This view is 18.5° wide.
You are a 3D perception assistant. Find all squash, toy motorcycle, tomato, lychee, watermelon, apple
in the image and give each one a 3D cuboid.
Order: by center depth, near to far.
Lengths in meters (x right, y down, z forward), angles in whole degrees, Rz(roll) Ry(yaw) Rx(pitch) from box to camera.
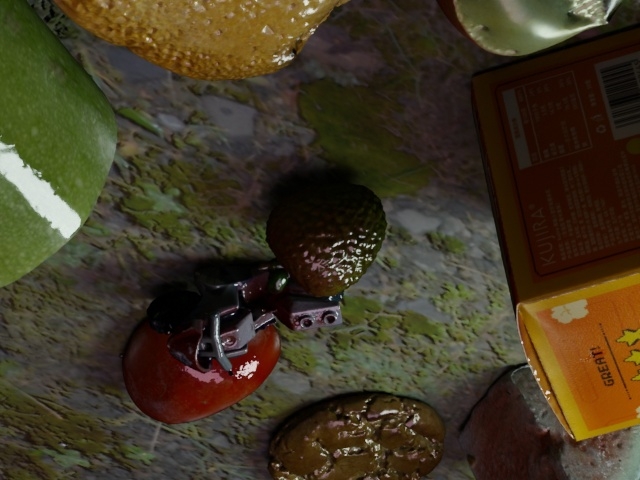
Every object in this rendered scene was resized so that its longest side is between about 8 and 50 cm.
[{"bbox_3d":[-0.372,-0.149,1.625,0.263,0.263,0.384,-21,139,15],"label":"squash"},{"bbox_3d":[0.177,-0.265,1.643,0.207,0.174,0.188,-36,123,-11],"label":"apple"},{"bbox_3d":[0.000,0.000,1.995,0.146,0.114,0.114,-33,137,7],"label":"lychee"},{"bbox_3d":[-0.078,0.079,2.077,0.213,0.122,0.082,-10,128,0],"label":"toy motorcycle"},{"bbox_3d":[-0.135,0.155,2.190,0.166,0.082,0.174,11,136,-24],"label":"tomato"},{"bbox_3d":[0.275,0.250,2.312,0.201,0.262,0.213,31,137,-3],"label":"watermelon"}]

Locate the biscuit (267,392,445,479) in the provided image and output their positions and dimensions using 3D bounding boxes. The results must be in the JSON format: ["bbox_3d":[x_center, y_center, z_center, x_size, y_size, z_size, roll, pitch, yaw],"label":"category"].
[{"bbox_3d":[0.045,0.258,2.385,0.226,0.042,0.226,-6,141,-5],"label":"biscuit"}]

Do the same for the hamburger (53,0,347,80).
[{"bbox_3d":[-0.075,-0.269,1.599,0.314,0.170,0.290,25,134,-36],"label":"hamburger"}]

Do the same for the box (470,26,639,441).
[{"bbox_3d":[0.283,-0.005,1.902,0.214,0.283,0.259,-14,141,10],"label":"box"}]
